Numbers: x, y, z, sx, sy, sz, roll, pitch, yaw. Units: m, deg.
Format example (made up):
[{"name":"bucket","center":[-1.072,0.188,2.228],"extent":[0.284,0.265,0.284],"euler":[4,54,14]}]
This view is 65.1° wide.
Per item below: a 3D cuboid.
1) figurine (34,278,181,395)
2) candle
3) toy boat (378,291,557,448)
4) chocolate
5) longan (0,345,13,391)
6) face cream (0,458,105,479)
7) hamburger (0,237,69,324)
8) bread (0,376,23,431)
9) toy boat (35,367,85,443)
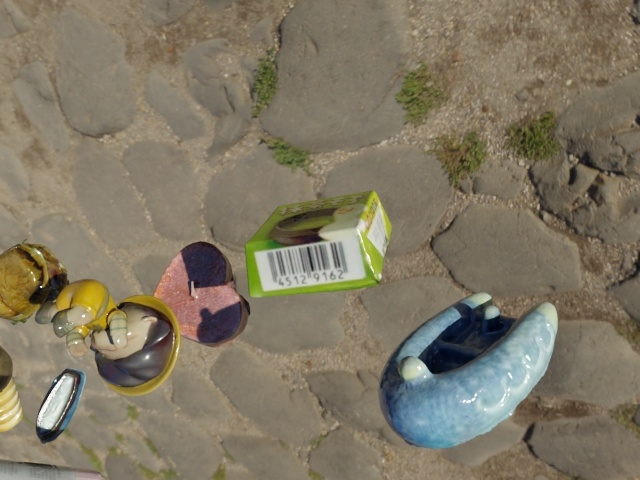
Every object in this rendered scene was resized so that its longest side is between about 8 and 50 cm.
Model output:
[{"name":"figurine","center":[-0.371,0.168,0.934],"extent":[0.192,0.167,0.257],"euler":[-5,136,24]},{"name":"candle","center":[-0.378,0.169,1.491],"extent":[0.286,0.131,0.317],"euler":[-20,73,-2]},{"name":"toy boat","center":[0.214,0.165,0.766],"extent":[0.215,0.329,0.123],"euler":[9,126,55]},{"name":"chocolate","center":[0.000,0.000,1.162],"extent":[0.300,0.289,0.137],"euler":[-7,111,17]},{"name":"longan","center":[-0.834,0.305,1.184],"extent":[0.187,0.168,0.168],"euler":[13,129,-15]},{"name":"face cream","center":[-0.405,0.342,0.696],"extent":[0.198,0.057,0.084],"euler":[27,169,-33]},{"name":"hamburger","center":[-0.783,0.104,1.306],"extent":[0.206,0.130,0.183],"euler":[-37,87,-3]},{"name":"bread","center":[-0.985,0.458,1.492],"extent":[0.172,0.121,0.312],"euler":[28,130,17]},{"name":"toy boat","center":[-0.480,0.304,0.922],"extent":[0.060,0.137,0.061],"euler":[19,159,-7]}]
